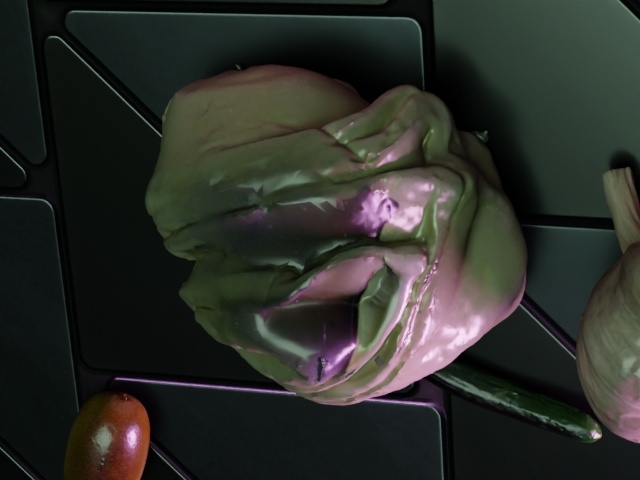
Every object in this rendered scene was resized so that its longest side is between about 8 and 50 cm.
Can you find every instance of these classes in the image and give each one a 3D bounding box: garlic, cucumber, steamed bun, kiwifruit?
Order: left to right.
[{"bbox_3d":[-0.198,0.196,1.788,0.075,0.075,0.124,22,113,9],"label":"kiwifruit"},{"bbox_3d":[0.000,0.000,1.563,0.320,0.206,0.275,17,118,16],"label":"steamed bun"},{"bbox_3d":[0.155,0.134,1.660,0.184,0.033,0.036,20,138,12],"label":"cucumber"},{"bbox_3d":[0.270,0.037,1.513,0.218,0.218,0.212,-46,63,29],"label":"garlic"}]
